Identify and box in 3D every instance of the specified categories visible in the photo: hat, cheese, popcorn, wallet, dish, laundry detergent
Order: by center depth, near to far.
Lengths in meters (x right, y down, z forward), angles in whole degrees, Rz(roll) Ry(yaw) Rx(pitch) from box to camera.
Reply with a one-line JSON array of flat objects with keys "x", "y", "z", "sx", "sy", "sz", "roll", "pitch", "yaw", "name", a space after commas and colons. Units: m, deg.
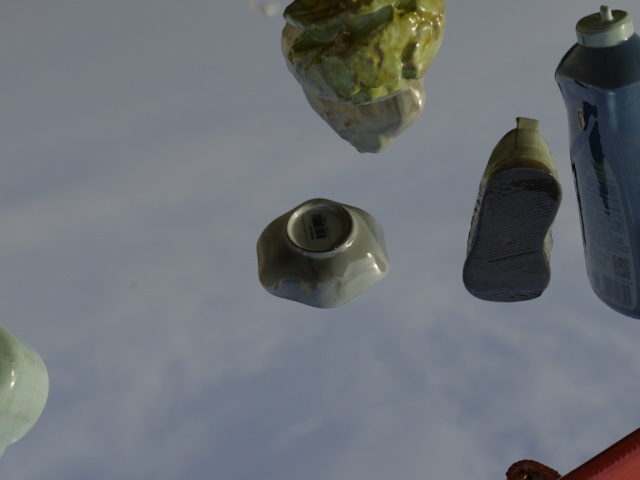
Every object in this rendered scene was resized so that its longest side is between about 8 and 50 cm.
[{"x": 0.191, "y": -0.055, "z": 1.011, "sx": 0.061, "sy": 0.206, "sz": 0.096, "roll": -15, "pitch": -155, "yaw": -3, "name": "laundry detergent"}, {"x": 0.320, "y": 0.258, "z": 1.686, "sx": 0.204, "sy": 0.142, "sz": 0.045, "roll": -34, "pitch": -132, "yaw": 1, "name": "wallet"}, {"x": 0.059, "y": -0.272, "z": 2.063, "sx": 0.221, "sy": 0.184, "sz": 0.204, "roll": -21, "pitch": -138, "yaw": 37, "name": "popcorn"}, {"x": 0.000, "y": 0.000, "z": 2.134, "sx": 0.191, "sy": 0.066, "sz": 0.190, "roll": -2, "pitch": -131, "yaw": 3, "name": "dish"}, {"x": 0.335, "y": 0.400, "z": 2.348, "sx": 0.112, "sy": 0.162, "sz": 0.093, "roll": 28, "pitch": -105, "yaw": 37, "name": "hat"}, {"x": 0.058, "y": -0.299, "z": 2.540, "sx": 0.173, "sy": 0.248, "sz": 0.251, "roll": -41, "pitch": -166, "yaw": 39, "name": "cheese"}]

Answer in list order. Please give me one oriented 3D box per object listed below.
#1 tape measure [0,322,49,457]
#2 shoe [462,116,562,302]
[{"x": -0.375, "y": 0.122, "z": 1.375, "sx": 0.246, "sy": 0.243, "sz": 0.125, "roll": -53, "pitch": 163, "yaw": -5, "name": "tape measure"}, {"x": 0.221, "y": -0.024, "z": 1.803, "sx": 0.103, "sy": 0.275, "sz": 0.098, "roll": 7, "pitch": -127, "yaw": 1, "name": "shoe"}]
